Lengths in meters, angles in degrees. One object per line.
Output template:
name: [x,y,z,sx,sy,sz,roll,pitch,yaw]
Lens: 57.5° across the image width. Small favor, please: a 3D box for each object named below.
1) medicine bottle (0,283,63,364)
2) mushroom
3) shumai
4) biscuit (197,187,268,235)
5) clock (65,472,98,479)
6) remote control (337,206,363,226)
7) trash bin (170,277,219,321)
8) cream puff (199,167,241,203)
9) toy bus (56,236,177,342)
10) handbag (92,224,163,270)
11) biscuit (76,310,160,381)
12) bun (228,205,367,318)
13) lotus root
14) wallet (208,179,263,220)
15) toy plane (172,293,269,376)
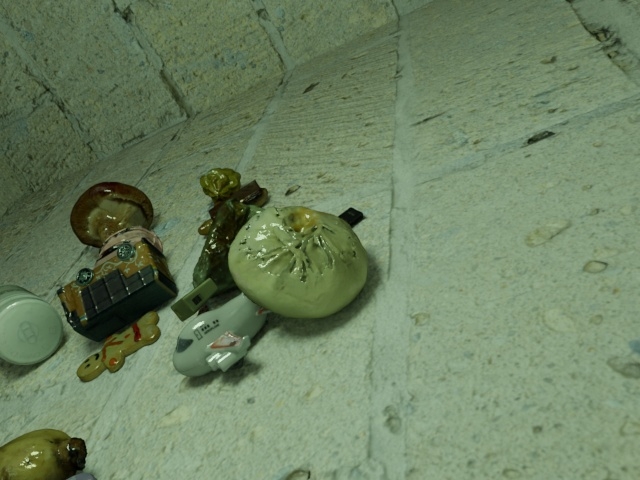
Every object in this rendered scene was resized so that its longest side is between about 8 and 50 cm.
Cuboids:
medicine bottle: [-0.895,0.241,1.717,0.332,0.190,0.190,7,45,50]
mushroom: [-0.714,-0.080,2.023,0.267,0.267,0.254,-45,31,-26]
shumai: [-0.185,0.042,1.436,0.222,0.203,0.272,-65,0,-80]
biscuit: [-0.267,-0.086,1.803,0.207,0.047,0.164,-15,30,28]
clock: [-0.422,0.492,0.963,0.172,0.064,0.198,-40,29,-19]
remote control: [0.000,0.000,1.419,0.245,0.025,0.063,-37,29,-13]
trash bin: [-0.271,0.126,1.264,0.061,0.043,0.092,-32,10,42]
cream puff: [-0.329,-0.173,1.946,0.146,0.146,0.116,-18,69,23]
toy bus: [-0.539,0.137,1.556,0.275,0.138,0.167,-30,61,-2]
handbag: [-0.556,0.065,1.701,0.205,0.179,0.116,-31,20,-3]
biscuit: [-0.506,0.270,1.460,0.234,0.030,0.153,-33,25,-6]
bun: [-0.037,0.023,1.180,0.287,0.146,0.287,6,44,-6]
lotus root: [-0.562,0.447,1.087,0.284,0.146,0.160,-27,27,5]
wallet: [-0.261,-0.121,1.777,0.176,0.026,0.095,-33,31,-3]
toy plane: [-0.202,0.182,1.217,0.252,0.118,0.252,-26,28,15]
